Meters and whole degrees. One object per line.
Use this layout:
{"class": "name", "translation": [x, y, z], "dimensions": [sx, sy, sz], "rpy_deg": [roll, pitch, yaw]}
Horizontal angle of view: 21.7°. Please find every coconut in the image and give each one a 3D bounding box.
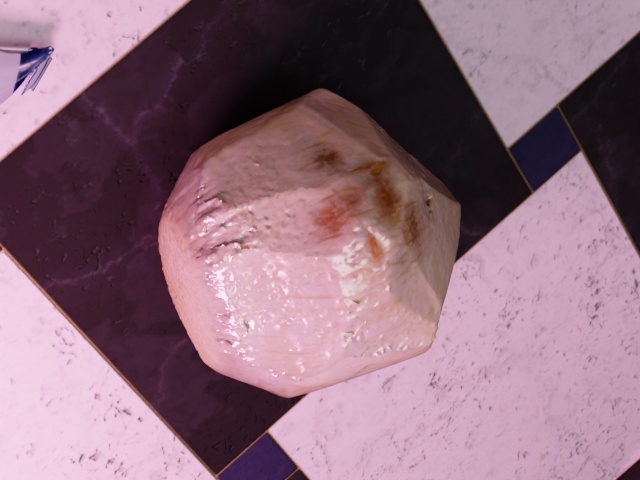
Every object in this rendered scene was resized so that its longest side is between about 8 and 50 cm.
{"class": "coconut", "translation": [0.000, 0.000, 2.221], "dimensions": [0.415, 0.344, 0.415], "rpy_deg": [-13, 121, -22]}

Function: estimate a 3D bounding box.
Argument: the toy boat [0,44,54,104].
{"class": "toy boat", "translation": [-0.459, -0.226, 1.995], "dimensions": [0.292, 0.070, 0.210], "rpy_deg": [-24, 130, -24]}
